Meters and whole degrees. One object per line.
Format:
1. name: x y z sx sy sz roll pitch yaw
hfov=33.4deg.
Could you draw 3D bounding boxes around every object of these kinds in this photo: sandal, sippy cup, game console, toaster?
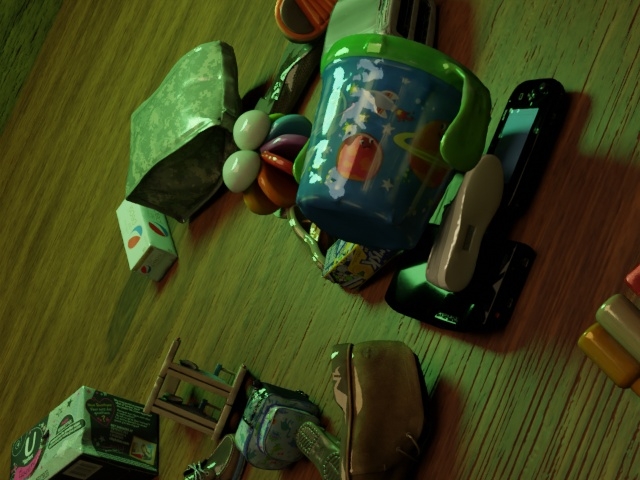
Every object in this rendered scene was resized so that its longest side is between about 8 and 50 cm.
1. sandal: 0.000 0.000 1.681 0.049 0.072 0.180 -40 39 7
2. sippy cup: 0.080 -0.113 1.395 0.305 0.240 0.224 93 -162 -73
3. game console: 0.221 -0.052 1.432 0.213 0.044 0.361 15 79 56
4. toaster: 0.098 -0.330 1.716 0.146 0.129 0.227 -21 45 41

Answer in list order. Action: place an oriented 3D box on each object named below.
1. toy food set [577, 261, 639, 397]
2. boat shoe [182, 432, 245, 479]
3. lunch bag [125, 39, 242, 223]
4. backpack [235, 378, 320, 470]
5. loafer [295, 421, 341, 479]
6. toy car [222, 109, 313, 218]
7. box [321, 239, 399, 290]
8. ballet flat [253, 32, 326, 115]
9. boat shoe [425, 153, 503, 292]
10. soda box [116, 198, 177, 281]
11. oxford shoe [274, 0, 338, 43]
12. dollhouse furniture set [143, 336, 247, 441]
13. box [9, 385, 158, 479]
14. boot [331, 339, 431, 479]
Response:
1. toy food set: 0.378 0.060 1.097 0.232 0.111 0.104 -46 67 8
2. boat shoe: -0.179 0.379 1.662 0.066 0.066 0.183 29 92 56
3. lunch bag: -0.240 -0.216 2.061 0.287 0.169 0.235 -41 39 37
4. backpack: -0.065 0.275 1.543 0.084 0.105 0.114 37 104 57
5. loafer: 0.024 0.303 1.457 0.056 0.050 0.148 -55 50 17
6. toy car: -0.062 -0.132 1.767 0.136 0.159 0.182 -13 57 48
7. box: 0.069 0.007 1.546 0.169 0.059 0.054 -45 28 50
8. ballet flat: -0.044 -0.301 1.962 0.084 0.058 0.250 23 82 53
9. boat shoe: 0.182 -0.024 1.379 0.063 0.066 0.184 14 90 55
10. soda box: -0.355 -0.015 2.169 0.074 0.069 0.216 -51 36 19
11. oxford shoe: 0.057 -0.493 1.876 0.364 0.130 0.133 -43 0 1
12. dollhouse furniture set: -0.207 0.243 1.778 0.184 0.129 0.129 143 151 -82
13. box: -0.426 0.387 1.906 0.247 0.163 0.142 -39 42 32
14. boot: 0.085 0.270 1.351 0.115 0.112 0.305 -9 68 10
